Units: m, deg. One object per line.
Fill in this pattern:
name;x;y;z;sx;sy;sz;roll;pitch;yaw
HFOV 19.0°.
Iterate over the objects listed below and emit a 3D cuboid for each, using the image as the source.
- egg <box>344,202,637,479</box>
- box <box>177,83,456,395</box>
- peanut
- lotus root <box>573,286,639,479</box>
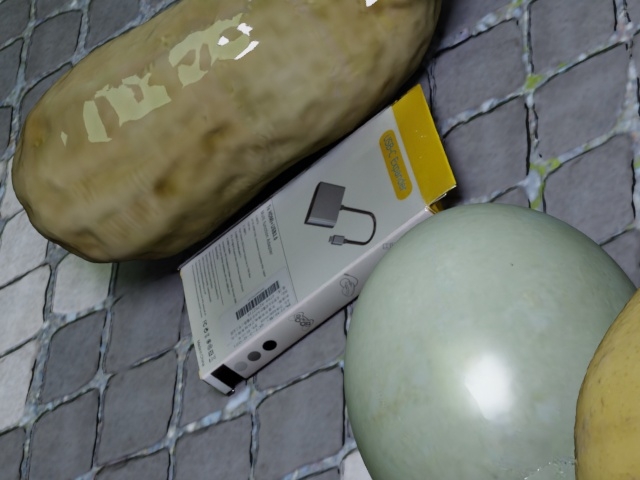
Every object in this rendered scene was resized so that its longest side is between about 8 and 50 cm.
egg;0.108;0.085;1.106;0.186;0.186;0.253;-36;42;21
box;0.000;0.000;1.419;0.247;0.033;0.129;-37;39;20
peanut;-0.068;-0.115;1.478;0.387;0.169;0.192;-32;0;16
lotus root;0.209;0.080;0.972;0.131;0.146;0.303;-16;25;46
